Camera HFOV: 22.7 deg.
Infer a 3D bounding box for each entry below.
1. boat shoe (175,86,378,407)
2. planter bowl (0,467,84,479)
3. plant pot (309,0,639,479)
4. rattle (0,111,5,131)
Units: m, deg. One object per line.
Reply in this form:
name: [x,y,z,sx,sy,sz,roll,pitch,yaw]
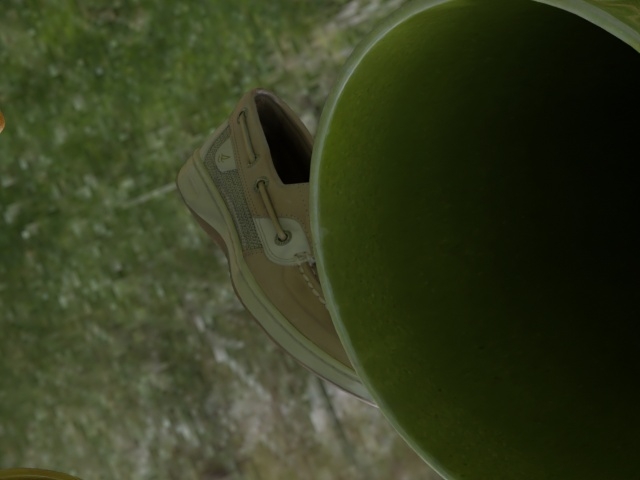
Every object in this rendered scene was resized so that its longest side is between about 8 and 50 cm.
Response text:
boat shoe: [0.000,0.000,1.072,0.109,0.302,0.098,20,112,-39]
planter bowl: [-0.142,0.230,0.875,0.217,0.217,0.090,-16,180,-39]
plant pot: [0.192,-0.027,0.856,0.294,0.274,0.275,-22,172,-42]
rattle: [-0.284,-0.159,1.194,0.143,0.130,0.199,7,117,-22]
